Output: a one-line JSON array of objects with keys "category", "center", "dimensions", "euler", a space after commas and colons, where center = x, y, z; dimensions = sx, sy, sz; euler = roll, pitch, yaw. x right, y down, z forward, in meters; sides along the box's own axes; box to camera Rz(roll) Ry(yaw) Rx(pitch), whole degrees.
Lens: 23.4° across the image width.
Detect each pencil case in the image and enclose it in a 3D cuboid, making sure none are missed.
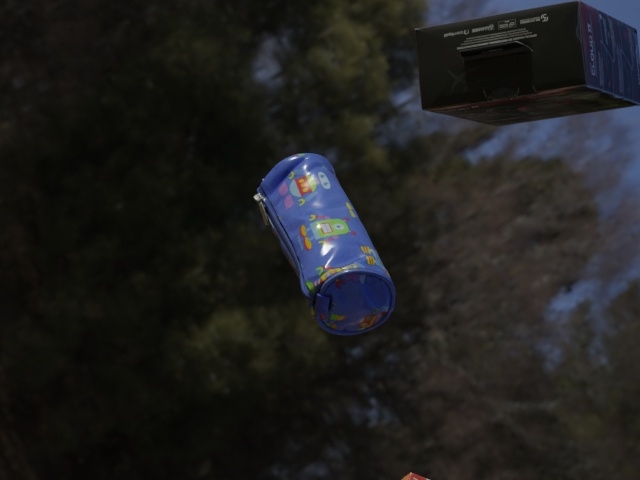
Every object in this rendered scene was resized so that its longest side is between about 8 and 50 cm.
[{"category": "pencil case", "center": [0.000, 0.000, 2.175], "dimensions": [0.306, 0.133, 0.119], "euler": [-117, -154, -47]}]

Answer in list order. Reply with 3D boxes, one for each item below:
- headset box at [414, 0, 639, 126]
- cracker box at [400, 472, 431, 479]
[{"category": "headset box", "center": [0.266, -0.221, 1.969], "dimensions": [0.293, 0.218, 0.110], "euler": [1, 83, -63]}, {"category": "cracker box", "center": [0.184, 0.398, 1.881], "dimensions": [0.232, 0.155, 0.067], "euler": [22, -35, -12]}]
